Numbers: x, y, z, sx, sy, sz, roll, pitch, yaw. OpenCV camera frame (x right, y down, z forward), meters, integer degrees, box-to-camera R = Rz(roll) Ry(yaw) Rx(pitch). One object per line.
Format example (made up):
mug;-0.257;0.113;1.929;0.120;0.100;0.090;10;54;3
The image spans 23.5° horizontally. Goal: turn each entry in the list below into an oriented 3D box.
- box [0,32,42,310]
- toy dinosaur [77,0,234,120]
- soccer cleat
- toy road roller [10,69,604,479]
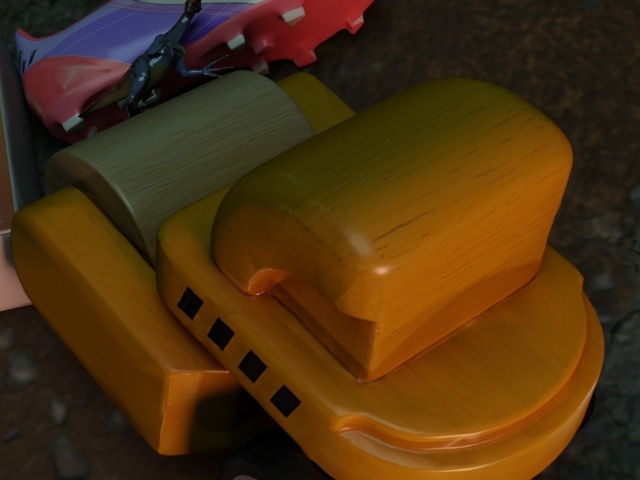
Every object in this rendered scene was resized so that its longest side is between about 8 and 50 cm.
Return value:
box;-0.245;-0.040;0.951;0.130;0.091;0.170;-14;60;-2
toy dinosaur;-0.101;-0.113;0.932;0.090;0.047;0.082;8;70;13
soccer cleat;-0.078;-0.144;0.996;0.248;0.083;0.095;-26;70;-4
toy road roller;0.000;0.000;0.797;0.202;0.240;0.329;-29;58;-30
